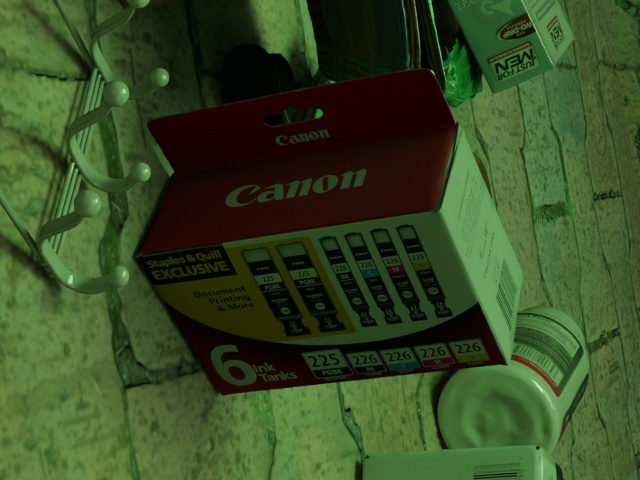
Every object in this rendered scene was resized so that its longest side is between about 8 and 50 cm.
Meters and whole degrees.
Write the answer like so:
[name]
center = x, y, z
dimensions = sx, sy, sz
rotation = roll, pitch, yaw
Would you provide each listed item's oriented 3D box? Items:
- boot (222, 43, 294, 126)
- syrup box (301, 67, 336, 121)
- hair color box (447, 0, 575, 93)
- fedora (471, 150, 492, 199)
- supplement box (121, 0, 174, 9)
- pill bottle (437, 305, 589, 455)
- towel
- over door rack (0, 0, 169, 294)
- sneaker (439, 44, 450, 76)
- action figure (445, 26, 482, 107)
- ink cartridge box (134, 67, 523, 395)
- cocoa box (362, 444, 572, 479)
[boot]
center = -0.048, -0.118, 1.620
dimensions = 0.137, 0.077, 0.197
rotation = -29, 116, -76
[syrup box]
center = 0.029, -0.136, 1.710
dimensions = 0.236, 0.096, 0.093
rotation = -78, -167, -45
[hair color box]
center = 0.252, -0.435, 2.257
dimensions = 0.374, 0.114, 0.185
rotation = 62, 28, -11
[fedora]
center = 0.194, -0.036, 2.120
dimensions = 0.194, 0.079, 0.194
rotation = -2, 90, -67
[supplement box]
center = -0.126, -0.343, 1.359
dimensions = 0.194, 0.191, 0.129
rotation = 60, 30, -41
[pill bottle]
center = 0.296, 0.206, 2.148
dimensions = 0.318, 0.176, 0.176
rotation = -38, 117, -63
[towel]
center = 0.032, -0.271, 1.472
dimensions = 0.370, 0.040, 0.271
rotation = -144, -139, -71
[over door rack]
center = -0.224, -0.137, 1.175
dimensions = 0.324, 0.108, 0.239
rotation = 53, 36, -47
[sneaker]
center = 0.118, -0.193, 1.949
dimensions = 0.108, 0.121, 0.302
rotation = -44, 122, -62
[action figure]
center = 0.208, -0.261, 2.247
dimensions = 0.232, 0.064, 0.137
rotation = -55, 134, -63
[ink cartridge box]
center = 0.000, 0.000, 1.382
dimensions = 0.130, 0.310, 0.271
rotation = -73, 145, -45
[cocoa box]
center = 0.187, 0.444, 1.748
dimensions = 0.228, 0.232, 0.347
rotation = 44, 44, -56
